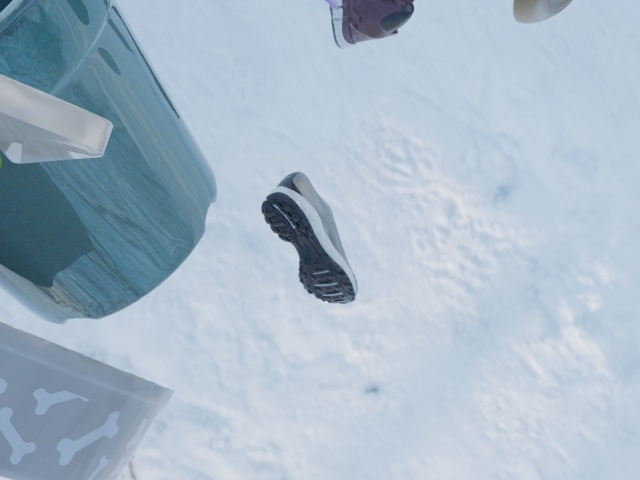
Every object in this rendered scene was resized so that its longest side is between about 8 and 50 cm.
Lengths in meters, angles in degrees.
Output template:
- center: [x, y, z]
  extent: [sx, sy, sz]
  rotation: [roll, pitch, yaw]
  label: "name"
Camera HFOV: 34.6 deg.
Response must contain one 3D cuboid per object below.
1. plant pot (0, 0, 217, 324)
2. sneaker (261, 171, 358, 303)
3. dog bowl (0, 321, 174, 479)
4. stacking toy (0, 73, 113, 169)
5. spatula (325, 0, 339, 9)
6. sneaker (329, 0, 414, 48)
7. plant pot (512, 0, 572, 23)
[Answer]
- center: [-0.289, -0.111, 1.015]
  extent: [0.341, 0.341, 0.334]
  rotation: [-27, 130, 8]
  label: "plant pot"
- center: [0.000, 0.000, 1.770]
  extent: [0.100, 0.108, 0.271]
  rotation: [-7, 125, 31]
  label: "sneaker"
- center: [-0.297, 0.108, 0.832]
  extent: [0.348, 0.349, 0.102]
  rotation: [24, 78, -19]
  label: "dog bowl"
- center: [-0.304, -0.054, 0.585]
  extent: [0.309, 0.130, 0.279]
  rotation: [-6, 151, 46]
  label: "stacking toy"
- center: [-0.019, -0.458, 1.527]
  extent: [0.030, 0.296, 0.084]
  rotation: [-26, 146, 29]
  label: "spatula"
- center: [0.089, -0.469, 1.807]
  extent: [0.162, 0.106, 0.281]
  rotation: [-5, 141, 6]
  label: "sneaker"
- center: [0.284, -0.336, 1.109]
  extent: [0.032, 0.236, 0.236]
  rotation: [33, 116, 17]
  label: "plant pot"
